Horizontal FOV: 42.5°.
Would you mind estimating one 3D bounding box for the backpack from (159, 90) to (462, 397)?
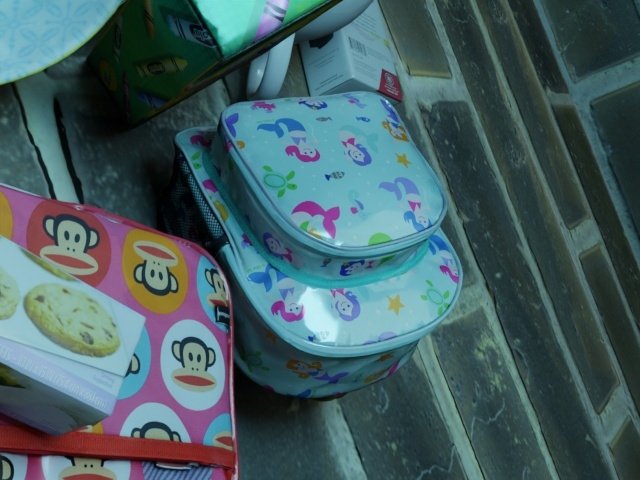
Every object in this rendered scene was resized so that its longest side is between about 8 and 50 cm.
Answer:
[{"bbox_3d":[0.000,0.000,0.722,0.225,0.191,0.253,-10,65,-30],"label":"backpack"}]

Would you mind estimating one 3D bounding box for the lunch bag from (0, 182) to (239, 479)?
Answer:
[{"bbox_3d":[-0.187,0.105,0.535,0.293,0.120,0.258,20,58,-46],"label":"lunch bag"}]

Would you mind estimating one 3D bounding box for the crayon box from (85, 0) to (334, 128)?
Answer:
[{"bbox_3d":[-0.078,-0.184,0.670,0.165,0.278,0.081,-36,102,-22],"label":"crayon box"}]

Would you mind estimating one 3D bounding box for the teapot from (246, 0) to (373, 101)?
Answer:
[{"bbox_3d":[-0.047,-0.310,0.932,0.252,0.187,0.256,47,55,11],"label":"teapot"}]

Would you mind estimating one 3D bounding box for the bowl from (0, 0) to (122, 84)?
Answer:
[{"bbox_3d":[-0.270,-0.258,0.557,0.289,0.289,0.156,42,-2,-34],"label":"bowl"}]

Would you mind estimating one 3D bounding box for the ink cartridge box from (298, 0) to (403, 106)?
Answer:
[{"bbox_3d":[0.033,-0.266,1.110,0.127,0.072,0.175,10,63,-53],"label":"ink cartridge box"}]

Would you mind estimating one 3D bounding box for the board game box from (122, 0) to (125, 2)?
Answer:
[{"bbox_3d":[-0.234,-0.338,0.701,0.275,0.142,0.144,53,35,-22],"label":"board game box"}]

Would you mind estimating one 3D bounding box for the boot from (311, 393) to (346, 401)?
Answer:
[{"bbox_3d":[0.055,0.072,0.931,0.220,0.109,0.283,38,35,-44],"label":"boot"}]

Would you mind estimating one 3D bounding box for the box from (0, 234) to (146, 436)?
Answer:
[{"bbox_3d":[-0.235,-0.003,0.385,0.324,0.063,0.067,36,46,-28],"label":"box"}]
